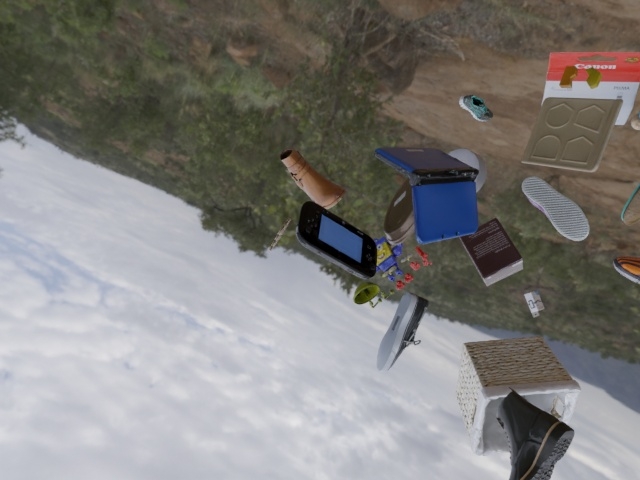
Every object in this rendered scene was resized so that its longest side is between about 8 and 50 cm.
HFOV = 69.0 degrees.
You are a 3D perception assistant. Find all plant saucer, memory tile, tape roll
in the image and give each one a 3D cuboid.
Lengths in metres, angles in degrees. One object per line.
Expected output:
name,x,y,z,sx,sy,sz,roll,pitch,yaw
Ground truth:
plant saucer,0.287,-0.116,1.534,0.041,0.277,0.278,26,-179,-12
memory tile,-0.167,-0.026,1.922,0.012,0.148,0.113,33,-137,-1
tape roll,0.649,-0.309,2.148,0.072,0.219,0.219,12,-170,-43

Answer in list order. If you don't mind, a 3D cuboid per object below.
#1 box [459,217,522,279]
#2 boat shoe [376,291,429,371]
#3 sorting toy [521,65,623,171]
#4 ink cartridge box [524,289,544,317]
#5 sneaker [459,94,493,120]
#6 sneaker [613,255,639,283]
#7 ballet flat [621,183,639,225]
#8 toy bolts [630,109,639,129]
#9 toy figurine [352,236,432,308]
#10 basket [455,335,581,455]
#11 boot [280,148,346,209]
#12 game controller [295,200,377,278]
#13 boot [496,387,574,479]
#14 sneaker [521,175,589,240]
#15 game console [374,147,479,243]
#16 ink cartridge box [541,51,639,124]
box,0.698,0.049,1.901,0.167,0.168,0.203,35,-150,-61
boat shoe,0.301,0.341,1.684,0.105,0.306,0.113,22,178,-13
sorting toy,0.737,-0.352,1.344,0.041,0.307,0.229,20,-179,-40
ink cartridge box,0.732,0.216,1.586,0.048,0.083,0.028,-6,164,-40
sneaker,0.649,-0.543,1.906,0.167,0.065,0.076,23,176,-20
sneaker,1.126,0.060,1.476,0.321,0.180,0.124,12,-144,9
ballet flat,1.050,-0.181,1.387,0.116,0.342,0.124,33,-177,-38
toy bolts,1.170,-0.384,1.625,0.218,0.228,0.158,-8,159,-15
toy figurine,0.267,0.098,2.007,0.191,0.362,0.217,25,-150,-50
basket,0.679,0.552,1.676,0.331,0.328,0.266,-6,-147,-3
boot,-0.033,-0.234,1.679,0.220,0.109,0.283,51,176,-26
game controller,0.059,0.000,1.491,0.319,0.166,0.067,30,147,-26
boot,0.379,0.404,0.906,0.077,0.198,0.137,31,-176,-36
sneaker,0.842,-0.115,1.668,0.282,0.102,0.161,55,-163,17
game console,0.304,-0.139,1.322,0.293,0.173,0.250,-8,-143,-40
ink cartridge box,0.996,-0.554,1.726,0.308,0.091,0.385,10,172,24
